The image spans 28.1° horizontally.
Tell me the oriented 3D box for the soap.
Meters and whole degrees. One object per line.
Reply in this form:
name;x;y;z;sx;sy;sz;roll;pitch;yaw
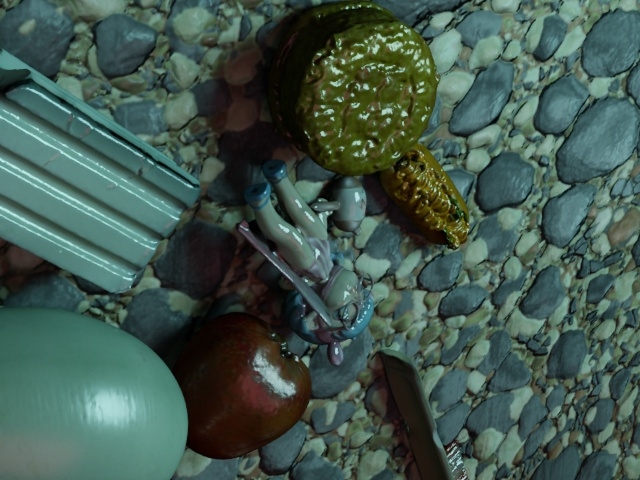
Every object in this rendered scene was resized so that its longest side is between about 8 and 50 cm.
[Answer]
soap;-0.252;-0.062;1.239;0.150;0.094;0.261;-52;134;5

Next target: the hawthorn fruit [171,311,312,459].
hawthorn fruit;-0.114;0.182;1.440;0.203;0.162;0.162;-39;133;9

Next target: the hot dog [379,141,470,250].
hot dog;0.131;-0.054;1.545;0.072;0.055;0.188;-48;133;-4

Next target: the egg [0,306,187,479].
egg;-0.304;0.176;1.232;0.371;0.230;0.230;7;109;-32

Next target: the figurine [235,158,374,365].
figurine;-0.013;0.005;1.458;0.260;0.103;0.205;60;38;-38

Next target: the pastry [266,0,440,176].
pastry;0.034;-0.165;1.381;0.189;0.103;0.188;-16;122;-28

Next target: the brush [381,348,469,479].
brush;0.150;0.259;1.728;0.050;0.060;0.321;-43;133;-27
